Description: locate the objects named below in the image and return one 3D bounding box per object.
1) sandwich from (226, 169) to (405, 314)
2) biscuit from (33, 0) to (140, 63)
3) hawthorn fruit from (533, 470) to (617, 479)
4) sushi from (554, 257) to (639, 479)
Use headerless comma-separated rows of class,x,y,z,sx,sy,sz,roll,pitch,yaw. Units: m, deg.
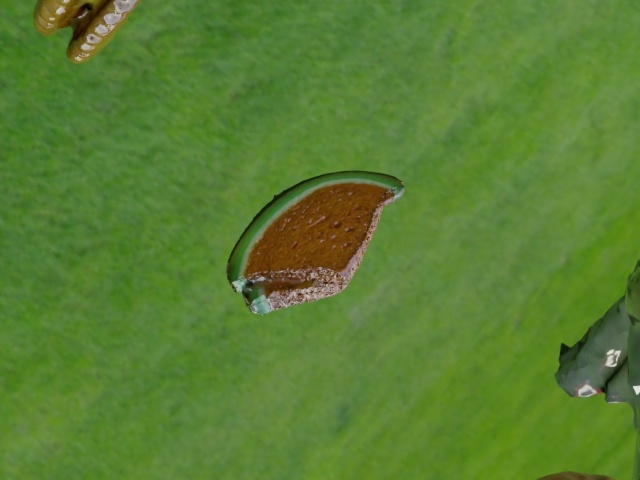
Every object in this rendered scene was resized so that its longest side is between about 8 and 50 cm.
sandwich,-0.005,0.001,0.695,0.101,0.069,0.026,-55,146,-27
biscuit,-0.148,-0.240,1.037,0.220,0.066,0.220,-49,-165,19
hawthorn fruit,0.179,0.254,0.978,0.189,0.149,0.149,-45,157,26
sushi,0.128,0.088,0.271,0.274,0.139,0.184,-76,177,-59
